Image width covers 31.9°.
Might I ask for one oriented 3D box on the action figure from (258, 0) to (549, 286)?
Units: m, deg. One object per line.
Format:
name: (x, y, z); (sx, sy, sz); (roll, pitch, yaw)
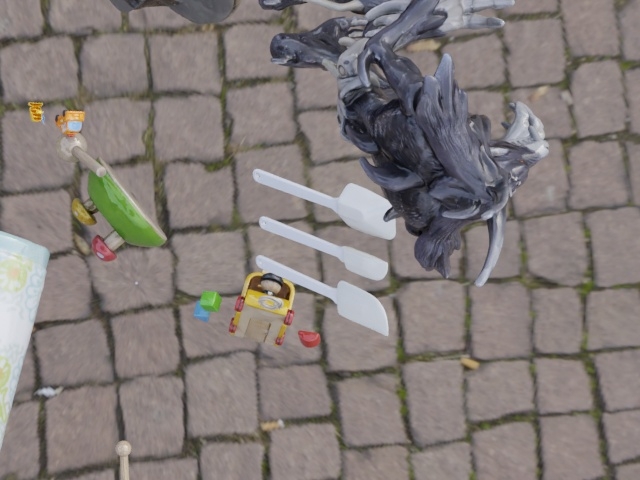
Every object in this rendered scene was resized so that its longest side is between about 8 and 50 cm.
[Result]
action figure: (0.068, -0.093, 0.688); (0.141, 0.164, 0.275); (-24, 47, -13)

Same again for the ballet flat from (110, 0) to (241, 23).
ballet flat: (-0.140, -0.256, 1.088); (0.058, 0.250, 0.084); (-35, 116, -24)

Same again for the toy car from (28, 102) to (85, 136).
toy car: (-0.428, -0.188, 1.784); (0.122, 0.060, 0.040); (0, 80, -53)

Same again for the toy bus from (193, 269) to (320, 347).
toy bus: (-0.095, 0.104, 1.928); (0.191, 0.202, 0.104); (42, 51, -43)

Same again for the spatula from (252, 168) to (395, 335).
spatula: (0.000, 0.000, 1.347); (0.019, 0.242, 0.168); (-21, 120, -37)

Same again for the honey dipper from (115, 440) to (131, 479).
honey dipper: (-0.228, 0.308, 1.306); (0.031, 0.030, 0.160); (-4, 107, -9)

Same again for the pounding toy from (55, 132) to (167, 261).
pounding toy: (-0.369, -0.054, 1.875); (0.110, 0.183, 0.237); (-39, 133, -4)

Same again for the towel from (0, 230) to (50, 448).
towel: (-0.554, 0.105, 1.398); (0.375, 0.090, 0.320); (19, 73, -23)
